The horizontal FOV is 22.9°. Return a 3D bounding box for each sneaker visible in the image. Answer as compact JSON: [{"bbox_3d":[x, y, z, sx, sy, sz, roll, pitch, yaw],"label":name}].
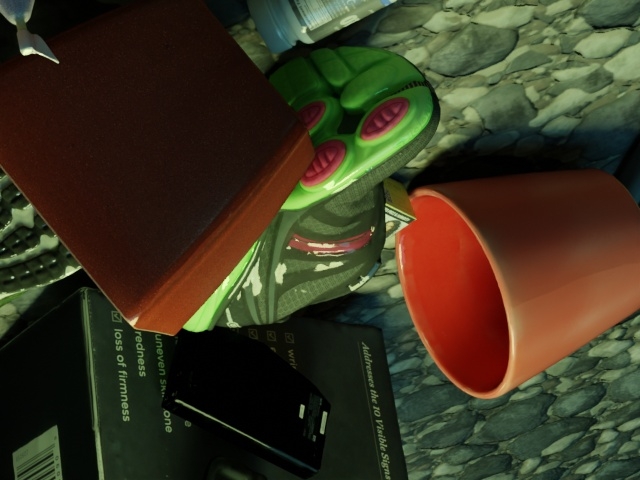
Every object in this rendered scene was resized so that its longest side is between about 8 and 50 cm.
[{"bbox_3d":[-0.004,-0.052,1.751,0.202,0.185,0.483,9,148,-29],"label":"sneaker"},{"bbox_3d":[-0.361,0.008,1.746,0.410,0.158,0.182,-33,-177,9],"label":"sneaker"}]

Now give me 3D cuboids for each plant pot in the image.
[{"bbox_3d":[0.262,0.033,1.968,0.243,0.275,0.275,-17,151,-23],"label":"plant pot"},{"bbox_3d":[-0.152,-0.089,1.505,0.235,0.267,0.267,-40,175,-1],"label":"plant pot"}]

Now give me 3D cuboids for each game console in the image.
[{"bbox_3d":[-0.103,0.273,1.828,0.213,0.361,0.044,31,139,-24],"label":"game console"}]

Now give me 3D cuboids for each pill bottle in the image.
[{"bbox_3d":[0.001,-0.241,1.551,0.137,0.078,0.078,-25,148,13],"label":"pill bottle"}]

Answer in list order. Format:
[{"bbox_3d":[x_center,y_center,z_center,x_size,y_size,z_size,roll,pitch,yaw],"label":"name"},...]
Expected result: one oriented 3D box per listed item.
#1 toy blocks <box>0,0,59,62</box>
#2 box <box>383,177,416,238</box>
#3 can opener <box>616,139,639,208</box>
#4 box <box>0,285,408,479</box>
[{"bbox_3d":[-0.310,-0.284,1.146,0.309,0.260,0.288,-36,144,28],"label":"toy blocks"},{"bbox_3d":[0.000,0.000,1.951,0.232,0.058,0.087,-33,147,24],"label":"box"},{"bbox_3d":[0.438,-0.095,2.009,0.074,0.093,0.280,-7,152,-20],"label":"can opener"},{"bbox_3d":[-0.143,0.348,1.987,0.471,0.480,0.297,9,151,-37],"label":"box"}]
